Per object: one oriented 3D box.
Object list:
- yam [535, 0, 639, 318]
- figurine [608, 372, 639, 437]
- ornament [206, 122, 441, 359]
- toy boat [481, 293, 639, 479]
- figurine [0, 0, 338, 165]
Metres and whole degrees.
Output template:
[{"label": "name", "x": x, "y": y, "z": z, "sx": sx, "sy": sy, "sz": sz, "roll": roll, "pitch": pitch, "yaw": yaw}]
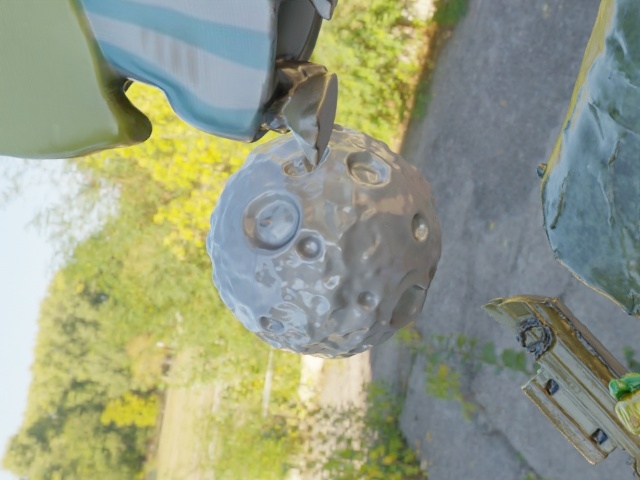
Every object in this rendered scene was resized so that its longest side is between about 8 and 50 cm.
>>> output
[{"label": "yam", "x": 0.247, "y": -0.108, "z": 0.473, "sx": 0.300, "sy": 0.195, "sz": 0.195, "roll": 98, "pitch": 175, "yaw": -46}, {"label": "figurine", "x": 0.447, "y": 0.224, "z": 1.086, "sx": 0.115, "sy": 0.095, "sz": 0.156, "roll": -34, "pitch": 51, "yaw": 14}, {"label": "ornament", "x": 0.000, "y": 0.000, "z": 1.214, "sx": 0.337, "sy": 0.337, "sz": 0.337, "roll": -170, "pitch": 90, "yaw": -81}, {"label": "toy boat", "x": 0.463, "y": 0.263, "z": 1.525, "sx": 0.162, "sy": 0.445, "sz": 0.136, "roll": -47, "pitch": -15, "yaw": 24}, {"label": "figurine", "x": -0.119, "y": -0.246, "z": 0.661, "sx": 0.377, "sy": 0.362, "sz": 0.266, "roll": -65, "pitch": -15, "yaw": -47}]
